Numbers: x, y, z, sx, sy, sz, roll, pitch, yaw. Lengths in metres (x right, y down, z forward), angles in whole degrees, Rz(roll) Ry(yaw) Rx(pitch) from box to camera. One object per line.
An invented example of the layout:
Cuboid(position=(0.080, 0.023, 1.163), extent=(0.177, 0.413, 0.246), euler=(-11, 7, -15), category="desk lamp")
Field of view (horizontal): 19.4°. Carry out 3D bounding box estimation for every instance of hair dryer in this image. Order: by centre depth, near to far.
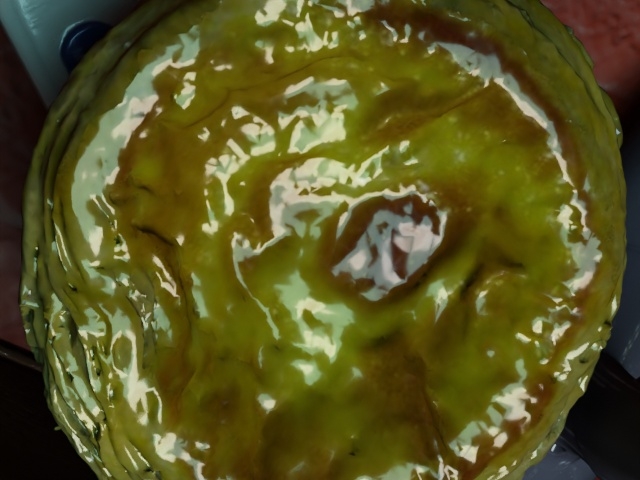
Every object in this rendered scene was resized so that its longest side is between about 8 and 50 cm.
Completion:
Cuboid(position=(0.184, 0.054, 0.890), extent=(0.121, 0.361, 0.301), euler=(36, 88, -22), category="hair dryer")

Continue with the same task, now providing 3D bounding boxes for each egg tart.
Cuboid(position=(0.000, 0.000, 0.849), extent=(0.295, 0.116, 0.295), euler=(-2, 103, -11), category="egg tart")

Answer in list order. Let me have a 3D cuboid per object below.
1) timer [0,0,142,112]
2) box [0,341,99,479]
Cuboid(position=(-0.039, -0.072, 0.922), extent=(0.178, 0.078, 0.253), euler=(-29, 115, -7), category="timer")
Cuboid(position=(-0.232, 0.173, 0.867), extent=(0.339, 0.229, 0.239), euler=(26, 101, -24), category="box")
